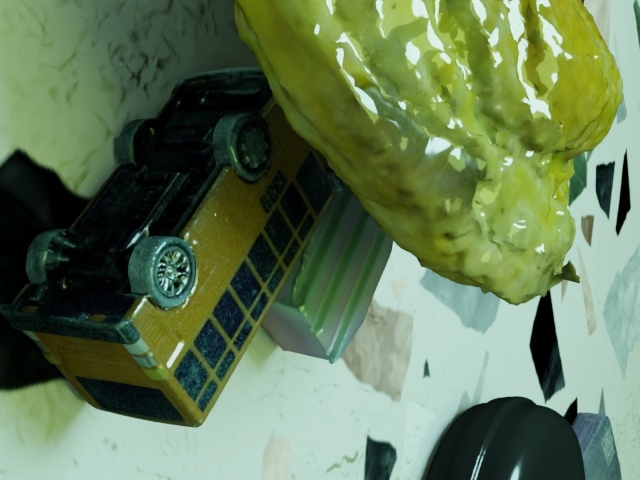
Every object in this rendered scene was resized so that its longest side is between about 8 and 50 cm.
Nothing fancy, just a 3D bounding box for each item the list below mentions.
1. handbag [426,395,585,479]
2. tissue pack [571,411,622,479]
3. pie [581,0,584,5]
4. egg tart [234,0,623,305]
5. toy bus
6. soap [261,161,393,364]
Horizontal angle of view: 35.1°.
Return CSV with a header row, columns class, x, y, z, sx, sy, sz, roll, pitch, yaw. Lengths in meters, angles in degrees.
class,x,y,z,sx,sy,sz,roll,pitch,yaw
handbag,0.170,0.297,0.918,0.253,0.093,0.308,20,75,-55
tissue pack,0.296,0.285,1.153,0.156,0.051,0.112,-42,124,-47
pie,0.202,-0.205,0.968,0.204,0.054,0.219,-35,119,-51
egg tart,0.054,-0.140,0.560,0.339,0.153,0.352,27,40,-61
toy bus,-0.066,-0.001,0.531,0.182,0.091,0.103,-61,137,-34
soap,0.000,0.000,0.665,0.100,0.056,0.149,53,49,-41
